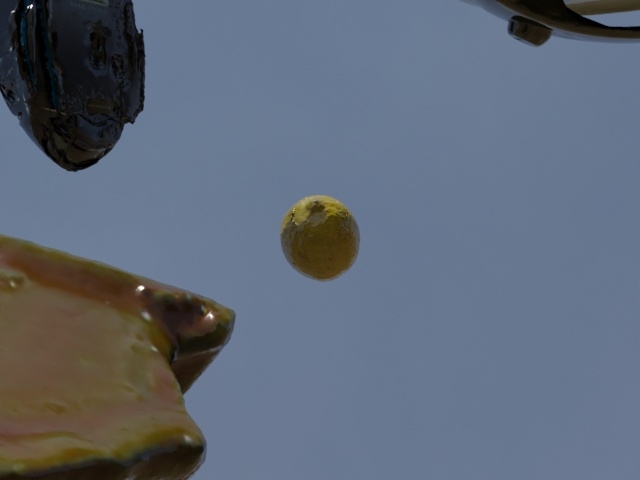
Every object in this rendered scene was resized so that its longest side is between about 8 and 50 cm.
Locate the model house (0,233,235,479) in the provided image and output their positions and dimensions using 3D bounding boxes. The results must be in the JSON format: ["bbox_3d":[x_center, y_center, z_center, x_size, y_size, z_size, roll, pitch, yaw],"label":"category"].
[{"bbox_3d":[-0.178,0.123,0.585,0.173,0.239,0.268,38,-78,-18],"label":"model house"}]

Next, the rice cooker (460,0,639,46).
[{"bbox_3d":[0.237,-0.306,0.969,0.335,0.325,0.335,-7,-1,0],"label":"rice cooker"}]

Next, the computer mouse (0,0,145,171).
[{"bbox_3d":[-0.220,-0.174,1.128,0.078,0.241,0.146,-5,-5,32],"label":"computer mouse"}]

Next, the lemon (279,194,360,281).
[{"bbox_3d":[0.000,0.000,1.044,0.062,0.062,0.083,-14,-47,-6],"label":"lemon"}]
